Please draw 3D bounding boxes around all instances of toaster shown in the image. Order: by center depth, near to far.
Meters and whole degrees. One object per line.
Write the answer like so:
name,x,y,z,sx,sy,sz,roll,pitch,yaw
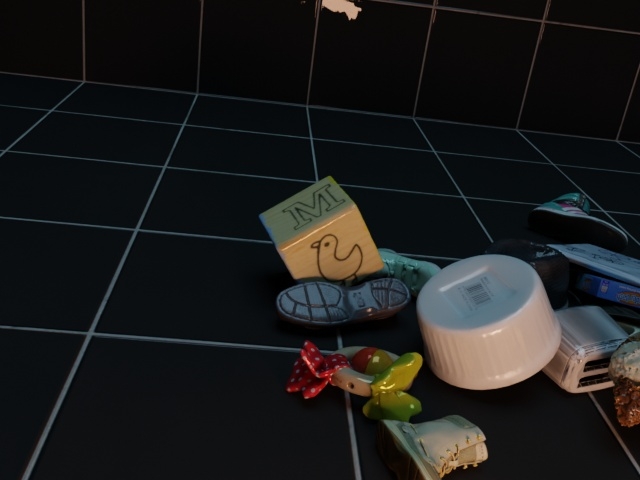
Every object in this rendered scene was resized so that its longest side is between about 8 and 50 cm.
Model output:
toaster,0.529,0.222,1.450,0.227,0.129,0.146,-4,29,-23

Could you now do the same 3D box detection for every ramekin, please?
ramekin,0.323,0.150,1.403,0.277,0.135,0.277,-18,29,10

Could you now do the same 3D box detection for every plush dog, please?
plush dog,0.634,0.264,1.274,0.225,0.211,0.262,22,28,15

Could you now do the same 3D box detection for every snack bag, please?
snack bag,0.784,0.072,1.861,0.342,0.037,0.323,1,18,-46

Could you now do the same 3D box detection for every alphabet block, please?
alphabet block,0.000,0.000,1.617,0.197,0.192,0.193,-30,34,-3

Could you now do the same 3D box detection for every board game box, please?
board game box,0.727,0.126,1.718,0.160,0.047,0.210,15,4,6

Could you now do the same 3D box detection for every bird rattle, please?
bird rattle,0.074,0.253,1.309,0.253,0.143,0.207,6,9,27

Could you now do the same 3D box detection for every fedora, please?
fedora,0.481,0.090,1.692,0.334,0.153,0.334,6,25,-3

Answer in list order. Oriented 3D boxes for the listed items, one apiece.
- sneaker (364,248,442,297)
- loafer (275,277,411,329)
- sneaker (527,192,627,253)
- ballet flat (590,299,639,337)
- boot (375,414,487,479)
sneaker,0.171,0.086,1.673,0.151,0.094,0.256,-4,16,-37
loafer,0.047,0.150,1.537,0.302,0.095,0.109,-5,57,-16
sneaker,0.807,-0.057,2.160,0.295,0.124,0.178,23,38,32
ballet flat,0.724,0.215,1.582,0.280,0.095,0.096,16,34,42
boot,0.200,0.354,1.125,0.165,0.077,0.213,0,23,-21
